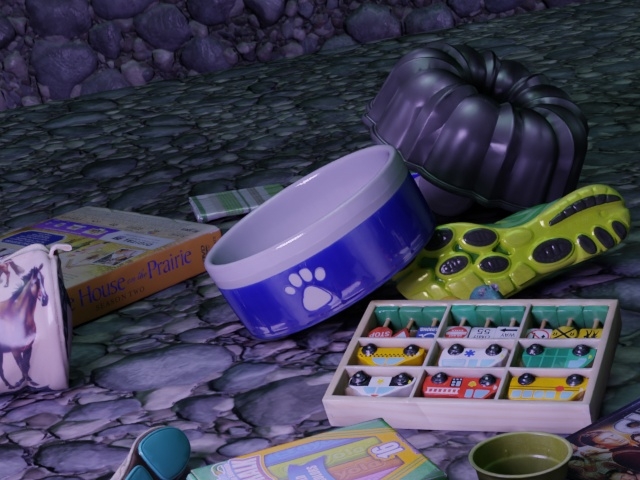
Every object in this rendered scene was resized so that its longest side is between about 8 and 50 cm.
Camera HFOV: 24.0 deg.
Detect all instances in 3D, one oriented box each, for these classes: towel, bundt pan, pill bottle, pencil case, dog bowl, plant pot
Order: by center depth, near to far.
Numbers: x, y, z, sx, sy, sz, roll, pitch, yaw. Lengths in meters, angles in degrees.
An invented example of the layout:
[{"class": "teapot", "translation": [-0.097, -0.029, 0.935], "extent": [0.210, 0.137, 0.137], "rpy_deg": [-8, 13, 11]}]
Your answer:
[{"class": "plant pot", "translation": [0.165, 0.206, 1.209], "extent": [0.083, 0.079, 0.083], "rpy_deg": [-8, 16, 2]}, {"class": "pencil case", "translation": [-0.469, 0.103, 1.683], "extent": [0.411, 0.183, 0.160], "rpy_deg": [-8, 16, -1]}, {"class": "dog bowl", "translation": [0.000, 0.000, 1.772], "extent": [0.265, 0.104, 0.265], "rpy_deg": [-30, 14, 8]}, {"class": "bundt pan", "translation": [0.232, -0.174, 2.112], "extent": [0.331, 0.124, 0.331], "rpy_deg": [17, 28, -9]}, {"class": "pill bottle", "translation": [0.206, -0.096, 2.179], "extent": [0.086, 0.086, 0.152], "rpy_deg": [0, 18, 24]}, {"class": "towel", "translation": [-0.123, -0.055, 2.326], "extent": [0.152, 0.023, 0.113], "rpy_deg": [-9, 19, -10]}]

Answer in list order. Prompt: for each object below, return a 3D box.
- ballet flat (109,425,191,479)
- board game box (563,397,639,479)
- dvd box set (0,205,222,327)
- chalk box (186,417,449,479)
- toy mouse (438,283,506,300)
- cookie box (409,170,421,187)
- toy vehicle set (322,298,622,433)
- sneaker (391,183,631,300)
[{"class": "ballet flat", "translation": [-0.172, 0.220, 1.380], "extent": [0.052, 0.057, 0.168], "rpy_deg": [-33, 5, 23]}, {"class": "board game box", "translation": [0.315, 0.182, 1.282], "extent": [0.243, 0.042, 0.165], "rpy_deg": [-21, 20, -36]}, {"class": "dvd box set", "translation": [-0.381, 0.051, 2.020], "extent": [0.308, 0.062, 0.420], "rpy_deg": [8, 23, 43]}, {"class": "chalk box", "translation": [-0.018, 0.235, 1.113], "extent": [0.213, 0.132, 0.132], "rpy_deg": [-15, 18, -17]}, {"class": "toy mouse", "translation": [0.150, 0.077, 1.661], "extent": [0.161, 0.031, 0.143], "rpy_deg": [-25, -8, 32]}, {"class": "cookie box", "translation": [0.150, -0.098, 2.293], "extent": [0.092, 0.040, 0.107], "rpy_deg": [-5, 16, 12]}, {"class": "toy vehicle set", "translation": [0.153, 0.121, 1.495], "extent": [0.267, 0.035, 0.166], "rpy_deg": [-1, 34, 22]}, {"class": "sneaker", "translation": [0.228, 0.020, 1.805], "extent": [0.296, 0.109, 0.123], "rpy_deg": [-15, -11, -8]}]
